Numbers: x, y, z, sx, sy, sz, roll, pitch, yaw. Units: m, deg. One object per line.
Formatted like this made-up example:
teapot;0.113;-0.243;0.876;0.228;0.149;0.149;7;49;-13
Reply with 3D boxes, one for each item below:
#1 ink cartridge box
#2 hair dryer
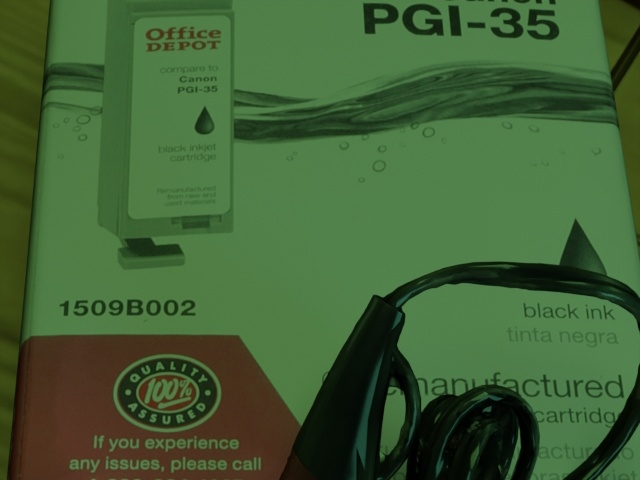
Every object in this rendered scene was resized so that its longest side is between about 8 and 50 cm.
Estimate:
ink cartridge box;0.000;0.000;0.651;0.207;0.117;0.283;1;55;-4
hair dryer;-0.019;0.146;0.520;0.294;0.080;0.223;-20;90;-2
